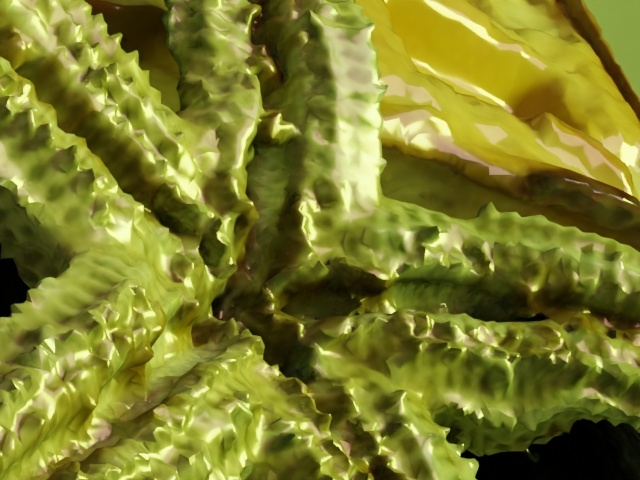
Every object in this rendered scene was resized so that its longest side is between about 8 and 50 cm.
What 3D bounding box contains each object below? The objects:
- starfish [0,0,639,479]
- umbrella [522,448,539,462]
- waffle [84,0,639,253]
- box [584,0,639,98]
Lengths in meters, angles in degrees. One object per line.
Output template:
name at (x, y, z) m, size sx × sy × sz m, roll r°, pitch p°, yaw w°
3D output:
starfish at (-0.001, 0.000, 0.457) m, size 0.347 × 0.078 × 0.357 m, roll 22°, pitch 49°, yaw -19°
umbrella at (0.093, 0.070, 0.852) m, size 0.022 × 0.013 × 0.122 m, roll 61°, pitch 15°, yaw -5°
waffle at (-0.039, -0.118, 0.668) m, size 0.304 × 0.077 × 0.348 m, roll 19°, pitch 30°, yaw -28°
box at (0.194, -0.048, 0.806) m, size 0.226 × 0.226 × 0.149 m, roll 58°, pitch -8°, yaw 26°
